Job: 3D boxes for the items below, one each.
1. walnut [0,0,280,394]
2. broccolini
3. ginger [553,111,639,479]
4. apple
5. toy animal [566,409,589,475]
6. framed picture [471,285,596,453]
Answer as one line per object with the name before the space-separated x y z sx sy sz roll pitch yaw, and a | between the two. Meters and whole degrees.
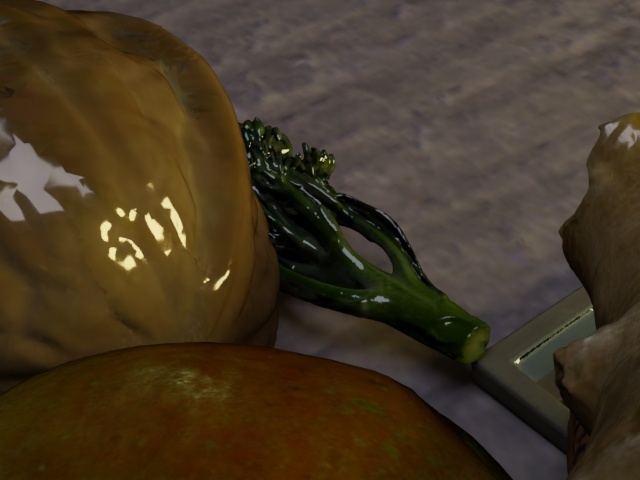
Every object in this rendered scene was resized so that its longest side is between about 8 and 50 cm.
walnut | -0.132 -0.004 0.635 0.225 0.225 0.261 -33 47 -26
broccolini | 0.006 0.013 0.729 0.091 0.068 0.203 -41 60 -15
ginger | 0.182 0.064 0.432 0.236 0.166 0.375 5 36 13
apple | -0.036 0.135 0.459 0.237 0.236 0.207 -6 22 3
toy animal | 0.146 0.098 0.569 0.099 0.056 0.241 -1 43 8
framed picture | 0.234 0.047 0.669 0.265 0.018 0.192 -31 46 -24
